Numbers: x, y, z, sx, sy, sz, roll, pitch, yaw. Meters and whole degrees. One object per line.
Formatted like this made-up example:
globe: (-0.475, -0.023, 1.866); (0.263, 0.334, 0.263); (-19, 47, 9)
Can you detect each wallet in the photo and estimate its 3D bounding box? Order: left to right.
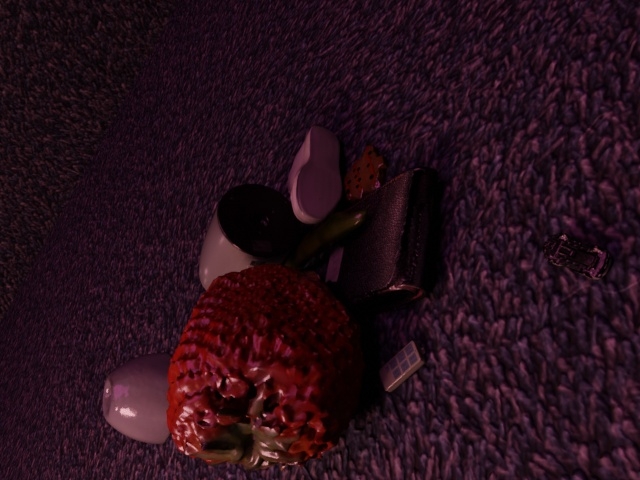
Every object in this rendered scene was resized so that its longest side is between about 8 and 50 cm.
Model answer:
wallet: (0.089, 0.013, 1.218); (0.262, 0.071, 0.221); (-28, 48, 52)

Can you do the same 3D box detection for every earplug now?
earplug: (-0.283, 0.277, 1.470); (0.325, 0.175, 0.214); (-32, 35, -4)

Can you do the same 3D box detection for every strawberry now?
strawberry: (-0.082, 0.189, 1.171); (0.311, 0.267, 0.351); (-9, 48, 8)

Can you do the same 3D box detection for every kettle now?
kettle: (-0.150, 0.044, 1.416); (0.236, 0.161, 0.221); (126, 143, -51)

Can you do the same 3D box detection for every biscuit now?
biscuit: (0.075, -0.114, 1.360); (0.130, 0.019, 0.119); (-40, 40, 34)

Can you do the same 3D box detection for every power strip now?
power strip: (0.122, 0.190, 1.094); (0.090, 0.016, 0.040); (-47, 37, 25)

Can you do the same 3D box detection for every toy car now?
toy car: (0.322, 0.019, 0.917); (0.093, 0.025, 0.041); (31, 93, 54)

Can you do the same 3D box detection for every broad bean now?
broad bean: (0.000, -0.001, 1.304); (0.297, 0.043, 0.060); (-38, 32, 51)

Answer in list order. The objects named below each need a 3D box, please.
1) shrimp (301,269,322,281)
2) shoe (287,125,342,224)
shrimp: (-0.083, 0.187, 1.360); (0.296, 0.058, 0.169); (-63, 25, -3)
shoe: (-0.019, -0.106, 1.412); (0.110, 0.095, 0.265); (-52, 19, 42)
